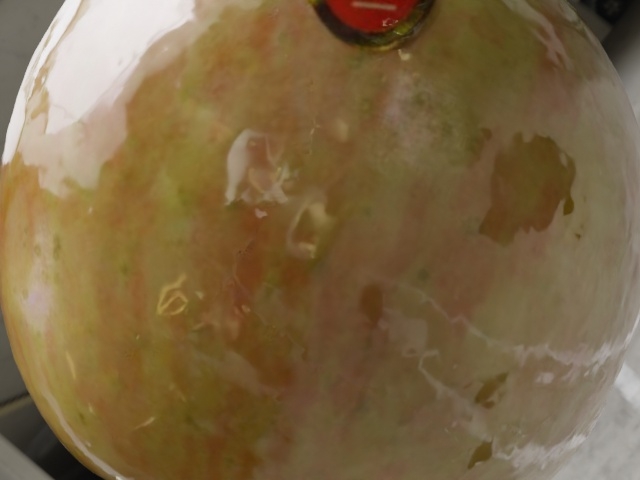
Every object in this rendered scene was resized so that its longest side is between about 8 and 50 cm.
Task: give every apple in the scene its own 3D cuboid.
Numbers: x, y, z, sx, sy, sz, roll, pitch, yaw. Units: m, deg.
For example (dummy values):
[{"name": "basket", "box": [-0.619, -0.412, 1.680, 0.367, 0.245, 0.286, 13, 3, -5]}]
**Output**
[{"name": "apple", "box": [0.000, 0.000, 0.618, 0.391, 0.392, 0.346, 99, -166, -80]}]
